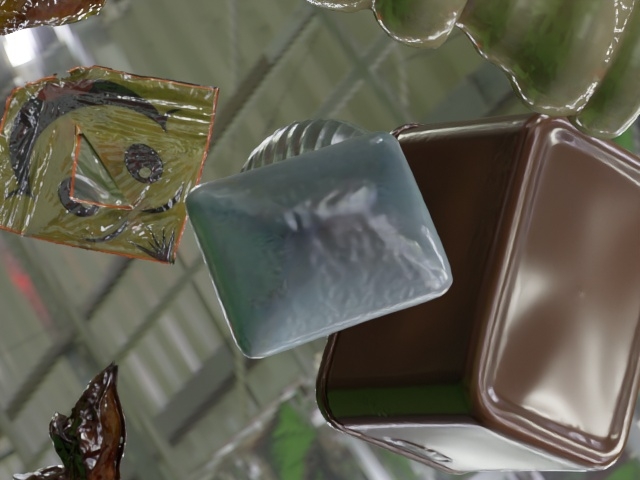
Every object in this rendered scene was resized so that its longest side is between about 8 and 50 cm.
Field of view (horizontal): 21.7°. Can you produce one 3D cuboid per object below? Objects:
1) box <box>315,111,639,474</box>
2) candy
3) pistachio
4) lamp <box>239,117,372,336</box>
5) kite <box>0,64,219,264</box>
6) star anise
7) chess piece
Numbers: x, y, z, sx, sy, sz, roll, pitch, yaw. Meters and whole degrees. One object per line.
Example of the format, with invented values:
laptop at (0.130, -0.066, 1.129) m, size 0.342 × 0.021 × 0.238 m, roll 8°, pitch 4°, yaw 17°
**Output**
box at (0.183, 0.054, 1.679) m, size 0.229 × 0.239 × 0.339 m, roll -7°, pitch -117°, yaw 54°
candy at (0.000, 0.000, 1.236) m, size 0.071 × 0.174 × 0.138 m, roll 123°, pitch -53°, yaw -69°
pistachio at (-0.238, -0.226, 1.401) m, size 0.049 × 0.173 × 0.089 m, roll -22°, pitch -91°, yaw 43°
lamp at (0.015, -0.014, 1.902) m, size 0.233 × 0.265 × 0.233 m, roll 3°, pitch -38°, yaw 2°
kite at (-0.277, -0.096, 2.179) m, size 0.327 × 0.378 × 0.013 m, roll 56°, pitch -21°, yaw 20°
star anise at (-0.194, 0.193, 1.214) m, size 0.158 × 0.144 × 0.140 m, roll -40°, pitch -106°, yaw 36°
chess piece at (0.105, -0.195, 1.235) m, size 0.300 × 0.167 × 0.167 m, roll 18°, pitch -40°, yaw -7°
